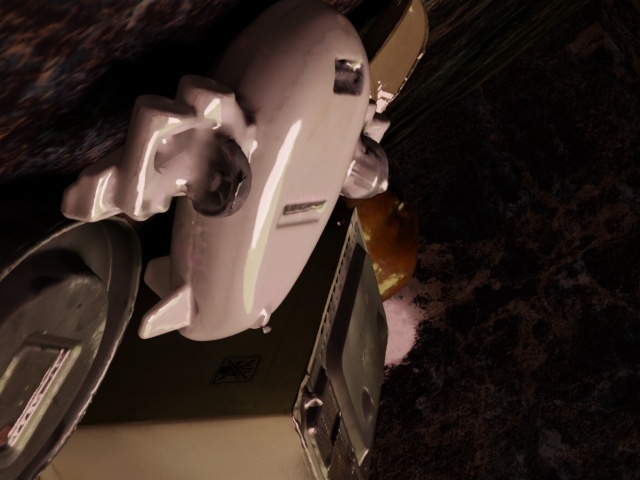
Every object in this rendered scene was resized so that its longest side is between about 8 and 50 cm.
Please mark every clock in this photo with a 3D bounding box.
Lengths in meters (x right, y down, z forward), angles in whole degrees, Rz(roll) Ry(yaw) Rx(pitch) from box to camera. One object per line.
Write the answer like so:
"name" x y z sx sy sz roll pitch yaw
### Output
"clock" -0.218 0.097 0.449 0.280 0.055 0.280 -62 173 -12

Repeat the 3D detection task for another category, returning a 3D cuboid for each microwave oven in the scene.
"microwave oven" -0.097 0.169 0.817 0.333 0.247 0.394 -6 -153 16

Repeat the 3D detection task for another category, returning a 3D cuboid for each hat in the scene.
"hat" 0.024 -0.154 0.601 0.175 0.085 0.147 -59 165 4

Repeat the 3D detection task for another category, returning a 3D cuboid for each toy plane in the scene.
"toy plane" -0.048 -0.036 0.452 0.252 0.118 0.252 -37 150 -26

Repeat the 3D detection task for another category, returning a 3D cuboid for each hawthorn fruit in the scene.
"hawthorn fruit" 0.000 0.000 1.073 0.301 0.267 0.268 -31 -178 22

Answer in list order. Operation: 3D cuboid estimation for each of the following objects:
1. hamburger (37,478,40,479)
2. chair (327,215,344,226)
"hamburger" -0.390 0.265 0.723 0.261 0.186 0.303 5 -154 25
"chair" -0.092 -0.056 0.857 0.229 0.113 0.106 12 -147 36
